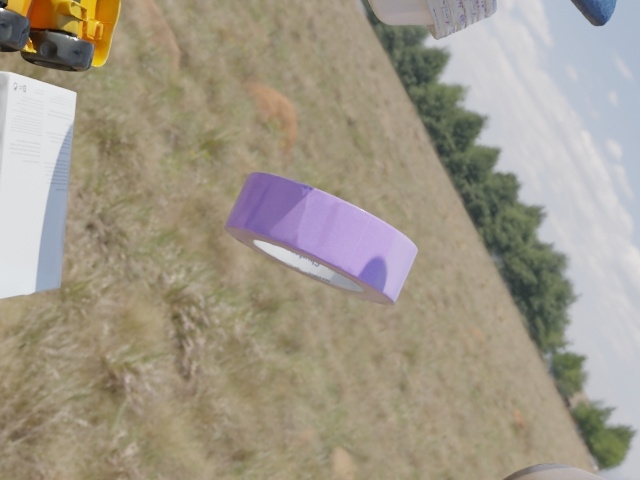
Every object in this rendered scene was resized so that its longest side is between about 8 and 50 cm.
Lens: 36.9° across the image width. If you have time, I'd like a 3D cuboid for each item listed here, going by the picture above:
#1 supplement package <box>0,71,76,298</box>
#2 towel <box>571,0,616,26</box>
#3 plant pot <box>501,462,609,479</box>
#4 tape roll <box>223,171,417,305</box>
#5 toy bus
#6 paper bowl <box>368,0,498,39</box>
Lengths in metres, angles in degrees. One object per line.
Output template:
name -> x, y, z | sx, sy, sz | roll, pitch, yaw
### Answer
supplement package -> -0.440, -0.072, 1.186 | 0.199, 0.198, 0.263 | -11, 107, -82
towel -> 0.249, -0.261, 0.918 | 0.119, 0.029, 0.067 | 31, 67, -42
plant pot -> 0.228, 0.300, 0.801 | 0.263, 0.263, 0.229 | 59, -2, -20
tape roll -> 0.000, 0.000, 1.407 | 0.274, 0.090, 0.275 | 25, -9, 4
toy bus -> -0.318, -0.239, 0.867 | 0.220, 0.211, 0.149 | 7, 89, -66
paper bowl -> 0.106, -0.392, 1.225 | 0.284, 0.148, 0.284 | -23, 90, -84
